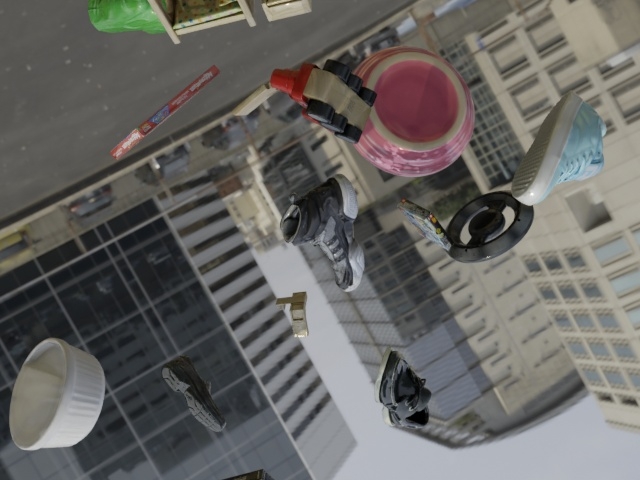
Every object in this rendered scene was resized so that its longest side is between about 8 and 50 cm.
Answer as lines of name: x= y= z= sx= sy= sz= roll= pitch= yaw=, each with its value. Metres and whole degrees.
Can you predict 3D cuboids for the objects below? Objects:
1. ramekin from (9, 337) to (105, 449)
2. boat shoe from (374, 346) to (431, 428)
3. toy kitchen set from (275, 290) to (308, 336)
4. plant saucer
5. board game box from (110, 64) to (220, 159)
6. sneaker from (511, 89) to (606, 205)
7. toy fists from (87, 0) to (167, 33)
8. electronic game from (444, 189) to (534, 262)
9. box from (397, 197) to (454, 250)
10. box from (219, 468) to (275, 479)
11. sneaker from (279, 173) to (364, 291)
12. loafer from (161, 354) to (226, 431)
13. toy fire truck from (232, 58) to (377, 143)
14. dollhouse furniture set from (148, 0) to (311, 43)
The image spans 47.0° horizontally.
ramekin: x=-0.647 y=0.386 z=1.830 sx=0.273 sy=0.273 sz=0.127 roll=-27 pitch=145 yaw=35
boat shoe: x=0.197 y=0.350 z=1.678 sx=0.113 sy=0.340 sz=0.127 roll=15 pitch=-124 yaw=20
toy kitchen set: x=-0.064 y=0.172 z=1.715 sx=0.068 sy=0.075 sz=0.083 roll=-6 pitch=-155 yaw=8
plant saucer: x=0.220 y=-0.322 z=1.775 sx=0.332 sy=0.332 sz=0.084 roll=-30 pitch=175 yaw=-14
board game box: x=-0.349 y=-0.292 z=1.670 sx=0.145 sy=0.027 sz=0.281 roll=-25 pitch=-159 yaw=50
sneaker: x=0.510 y=-0.173 z=1.499 sx=0.366 sy=0.150 sz=0.135 roll=-53 pitch=177 yaw=-38
toy fists: x=-0.284 y=-0.427 z=1.324 sx=0.142 sy=0.096 sz=0.279 roll=0 pitch=-167 yaw=20
electronic game: x=0.394 y=-0.035 z=1.739 sx=0.229 sy=0.048 sz=0.229 roll=-27 pitch=-148 yaw=18
box: x=0.243 y=-0.037 z=1.697 sx=0.027 sy=0.137 sz=0.094 roll=-51 pitch=-135 yaw=-6
box: x=-0.156 y=0.532 z=1.539 sx=0.162 sy=0.116 sz=0.029 roll=-23 pitch=-143 yaw=22
sneaker: x=0.000 y=0.000 z=1.517 sx=0.153 sy=0.269 sz=0.101 roll=-16 pitch=-149 yaw=-17
loafer: x=-0.235 y=0.295 z=1.437 sx=0.061 sy=0.170 sz=0.062 roll=-34 pitch=174 yaw=-42
toy fire truck: x=-0.039 y=-0.297 z=1.576 sx=0.217 sy=0.246 sz=0.159 roll=21 pitch=91 yaw=-62
dollhouse furniture set: x=-0.113 y=-0.354 z=0.906 sx=0.181 sy=0.161 sz=0.101 roll=-10 pitch=149 yaw=13
